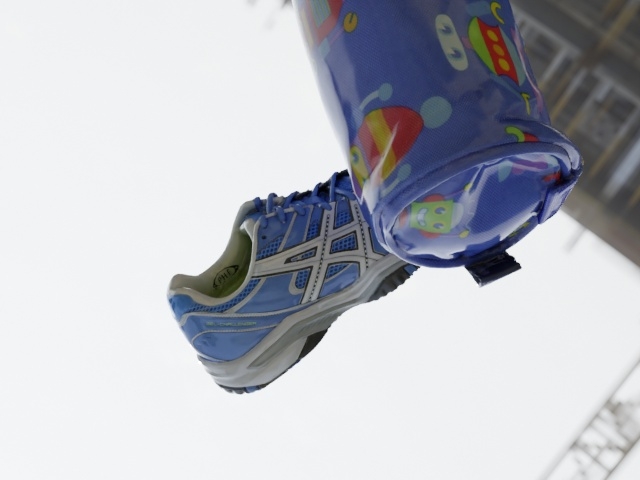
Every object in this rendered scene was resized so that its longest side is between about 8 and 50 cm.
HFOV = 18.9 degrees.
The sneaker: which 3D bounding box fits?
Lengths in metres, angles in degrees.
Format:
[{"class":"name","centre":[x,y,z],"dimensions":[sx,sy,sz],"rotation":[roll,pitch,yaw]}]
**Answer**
[{"class":"sneaker","centre":[0.000,0.000,1.151],"dimensions":[0.081,0.211,0.080],"rotation":[48,178,-29]}]

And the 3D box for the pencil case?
[{"class":"pencil case","centre":[0.055,-0.130,1.095],"dimensions":[0.133,0.119,0.306],"rotation":[-3,-122,-23]}]
